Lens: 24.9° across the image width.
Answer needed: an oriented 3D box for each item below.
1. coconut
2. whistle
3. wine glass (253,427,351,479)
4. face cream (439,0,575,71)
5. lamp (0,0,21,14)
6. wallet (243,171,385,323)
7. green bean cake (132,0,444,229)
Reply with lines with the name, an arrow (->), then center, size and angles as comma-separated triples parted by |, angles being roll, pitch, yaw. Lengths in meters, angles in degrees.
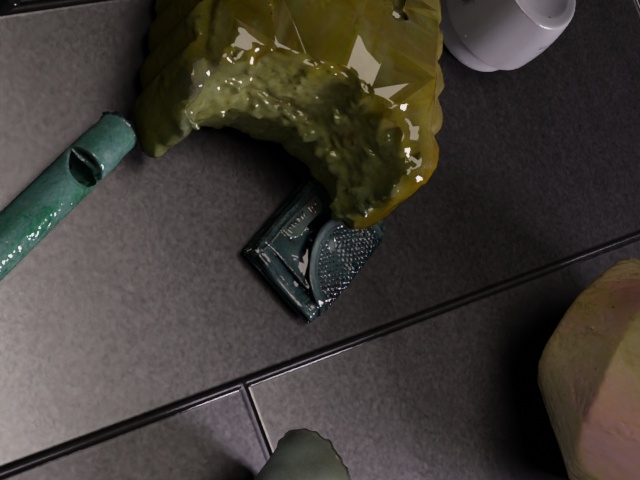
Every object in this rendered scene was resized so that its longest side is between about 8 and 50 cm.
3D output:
coconut -> 0.327, 0.145, 1.287 | 0.259, 0.259, 0.259 | 13, 66, -33
whistle -> -0.204, -0.029, 1.071 | 0.039, 0.039, 0.186 | 49, 52, -12
wine glass -> -0.073, 0.207, 1.037 | 0.183, 0.122, 0.122 | -8, 79, -37
face cream -> 0.175, -0.223, 1.381 | 0.117, 0.104, 0.117 | 13, 67, -34
lamp -> -0.271, -0.278, 1.063 | 0.227, 0.147, 0.172 | 61, 27, -14
wallet -> 0.000, 0.000, 1.219 | 0.088, 0.026, 0.129 | 49, 52, -13
green bean cake -> -0.017, -0.146, 1.180 | 0.236, 0.124, 0.232 | 19, 61, -23
